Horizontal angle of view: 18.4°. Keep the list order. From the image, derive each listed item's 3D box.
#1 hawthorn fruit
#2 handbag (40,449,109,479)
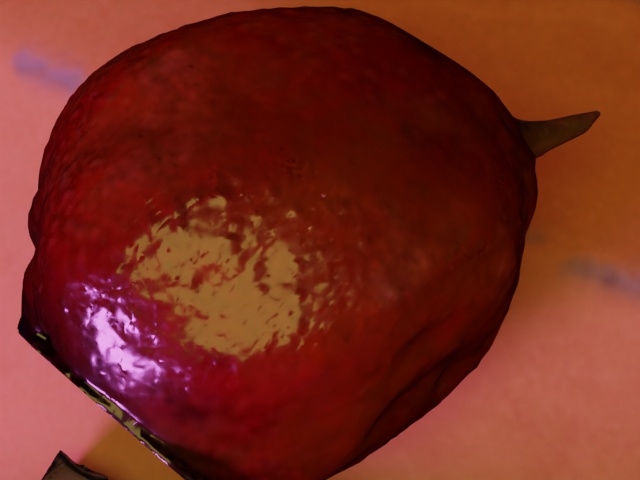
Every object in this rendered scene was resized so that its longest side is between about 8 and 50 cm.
[{"bbox_3d":[0.000,0.000,0.774,0.251,0.189,0.189,-22,83,-2],"label":"hawthorn fruit"},{"bbox_3d":[-0.082,0.228,0.821,0.315,0.109,0.241,18,81,20],"label":"handbag"}]
